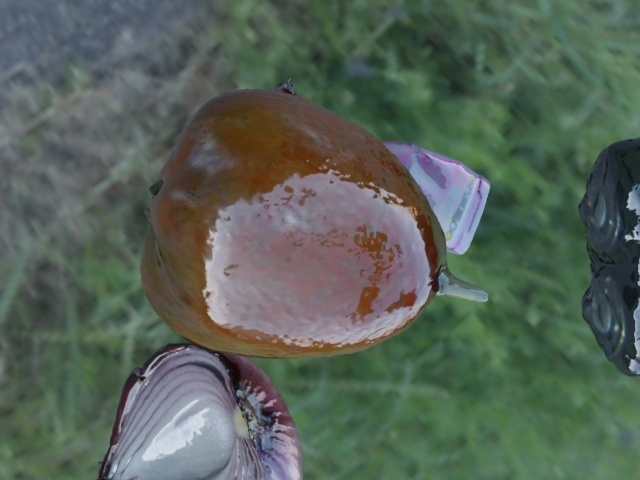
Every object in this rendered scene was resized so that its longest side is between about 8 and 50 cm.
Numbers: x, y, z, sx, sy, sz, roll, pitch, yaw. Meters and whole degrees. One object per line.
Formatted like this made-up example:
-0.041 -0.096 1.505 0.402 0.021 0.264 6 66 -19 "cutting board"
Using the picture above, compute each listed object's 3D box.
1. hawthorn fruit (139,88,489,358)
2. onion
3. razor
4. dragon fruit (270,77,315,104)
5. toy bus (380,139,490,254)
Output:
0.000 0.000 1.378 0.251 0.199 0.199 14 122 0 "hawthorn fruit"
-0.129 0.228 2.024 0.283 0.227 0.120 -24 165 38 "onion"
0.353 -0.007 1.485 0.326 0.107 0.189 -11 101 -25 "razor"
-0.055 -0.097 1.855 0.126 0.112 0.068 -34 97 31 "dragon fruit"
0.029 -0.050 1.909 0.112 0.274 0.090 32 73 -42 "toy bus"
